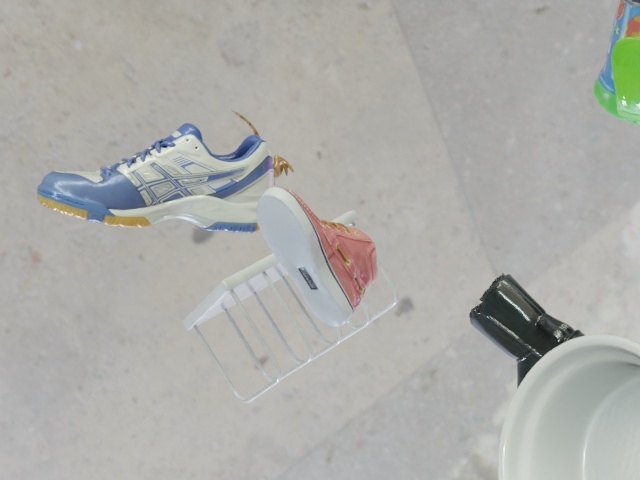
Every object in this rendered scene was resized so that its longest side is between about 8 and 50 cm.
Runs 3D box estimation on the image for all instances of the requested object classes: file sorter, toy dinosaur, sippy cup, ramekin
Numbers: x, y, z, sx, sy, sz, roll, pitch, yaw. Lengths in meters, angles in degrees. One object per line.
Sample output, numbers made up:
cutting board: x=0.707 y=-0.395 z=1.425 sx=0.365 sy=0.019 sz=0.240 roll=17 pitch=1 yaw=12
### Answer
file sorter: x=-0.041 y=0.110 z=1.769 sx=0.277 sy=0.173 sz=0.193 roll=-30 pitch=174 yaw=-34
toy dinosaur: x=-0.096 y=-0.120 z=1.846 sx=0.112 sy=0.064 sz=0.211 roll=-27 pitch=116 yaw=-66
sippy cup: x=0.530 y=-0.310 z=1.613 sx=0.240 sy=0.305 sz=0.224 roll=-1 pitch=120 yaw=5
ramekin: x=0.337 y=0.246 z=1.184 sx=0.135 sy=0.277 sz=0.277 roll=11 pitch=109 yaw=-35

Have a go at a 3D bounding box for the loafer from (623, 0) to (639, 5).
loafer: x=0.304 y=-0.264 z=0.996 sx=0.076 sy=0.078 sz=0.223 roll=48 pitch=46 yaw=-7

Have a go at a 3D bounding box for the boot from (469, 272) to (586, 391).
boot: x=0.363 y=0.203 z=2.019 sx=0.094 sy=0.207 sz=0.246 roll=-22 pitch=141 yaw=-42

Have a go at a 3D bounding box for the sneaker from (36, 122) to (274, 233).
sneaker: x=-0.200 y=-0.084 z=1.357 sx=0.296 sy=0.112 sz=0.131 roll=1 pitch=103 yaw=-24

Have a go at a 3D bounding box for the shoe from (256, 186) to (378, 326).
shoe: x=0.000 y=0.000 z=1.143 sx=0.081 sy=0.063 sz=0.178 roll=-51 pitch=126 yaw=-34
